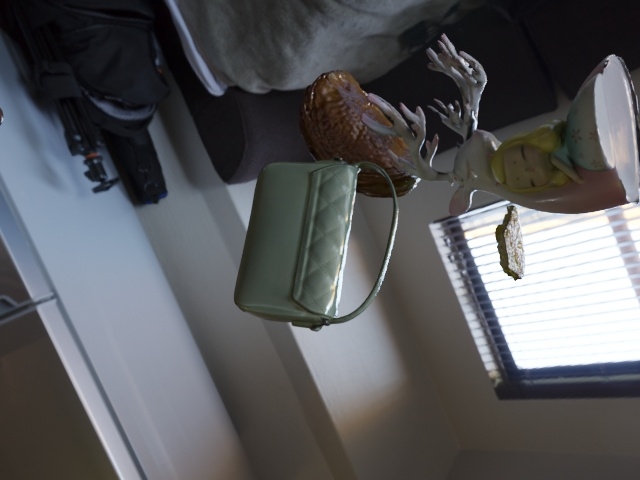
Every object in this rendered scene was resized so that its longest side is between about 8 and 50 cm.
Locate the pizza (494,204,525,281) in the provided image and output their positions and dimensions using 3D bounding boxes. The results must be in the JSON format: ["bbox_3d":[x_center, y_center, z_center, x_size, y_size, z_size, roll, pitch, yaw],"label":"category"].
[{"bbox_3d":[0.381,0.011,0.888,0.099,0.159,0.036,-16,-173,-43],"label":"pizza"}]

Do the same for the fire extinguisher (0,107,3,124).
[{"bbox_3d":[-0.314,-0.102,0.359,0.032,0.046,0.100,-2,-178,20],"label":"fire extinguisher"}]

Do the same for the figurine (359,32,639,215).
[{"bbox_3d":[0.260,-0.171,0.651,0.316,0.284,0.206,-9,-145,49],"label":"figurine"}]

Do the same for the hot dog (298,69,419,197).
[{"bbox_3d":[0.077,-0.189,0.839,0.196,0.272,0.122,-31,171,-46],"label":"hot dog"}]

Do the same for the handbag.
[{"bbox_3d":[0.000,0.000,0.623,0.219,0.256,0.079,2,161,24],"label":"handbag"}]
